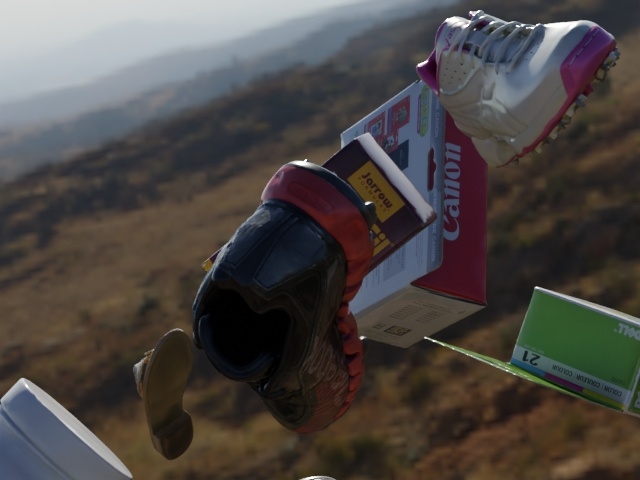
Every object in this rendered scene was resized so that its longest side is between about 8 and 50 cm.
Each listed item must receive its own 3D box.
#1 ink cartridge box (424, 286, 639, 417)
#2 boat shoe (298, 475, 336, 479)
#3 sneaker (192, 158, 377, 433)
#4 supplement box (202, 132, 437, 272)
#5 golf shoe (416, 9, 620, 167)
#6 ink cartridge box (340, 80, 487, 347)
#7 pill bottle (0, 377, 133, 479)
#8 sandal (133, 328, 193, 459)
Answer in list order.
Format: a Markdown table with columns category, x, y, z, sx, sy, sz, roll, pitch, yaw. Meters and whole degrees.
| category | x | y | z | sx | sy | sz | roll | pitch | yaw |
| --- | --- | --- | --- | --- | --- | --- | --- | --- | --- |
| ink cartridge box | 0.270 | 0.111 | 1.879 | 0.255 | 0.097 | 0.189 | 18 | 2 | -36 |
| boat shoe | -0.012 | 0.431 | 2.027 | 0.123 | 0.324 | 0.116 | -6 | 23 | -25 |
| sneaker | -0.031 | 0.068 | 1.279 | 0.097 | 0.276 | 0.135 | 32 | 59 | 20 |
| supplement box | 0.000 | 0.000 | 1.644 | 0.188 | 0.104 | 0.081 | -40 | -2 | 14 |
| golf shoe | 0.164 | -0.148 | 1.599 | 0.115 | 0.140 | 0.306 | -50 | 3 | -13 |
| ink cartridge box | 0.143 | -0.044 | 2.456 | 0.130 | 0.309 | 0.272 | 15 | -26 | -26 |
| pill bottle | -0.305 | 0.272 | 1.451 | 0.323 | 0.181 | 0.181 | -47 | 15 | -5 |
| sandal | -0.232 | 0.203 | 2.503 | 0.088 | 0.240 | 0.079 | -34 | 51 | -32 |
